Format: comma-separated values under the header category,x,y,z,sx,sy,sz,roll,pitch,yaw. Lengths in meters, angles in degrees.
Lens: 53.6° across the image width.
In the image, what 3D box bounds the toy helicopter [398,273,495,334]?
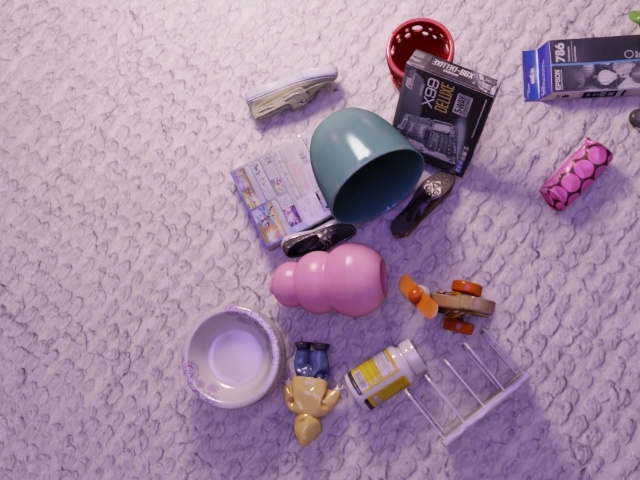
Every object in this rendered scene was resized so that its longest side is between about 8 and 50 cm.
category,x,y,z,sx,sy,sz,roll,pitch,yaw
toy helicopter,0.335,0.155,1.626,0.235,0.355,0.140,16,84,-6

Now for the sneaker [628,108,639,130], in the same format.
category,x,y,z,sx,sy,sz,roll,pitch,yaw
sneaker,0.972,-0.329,1.728,0.234,0.106,0.078,15,83,12

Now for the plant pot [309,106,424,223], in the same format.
category,x,y,z,sx,sy,sz,roll,pitch,yaw
plant pot,0.104,-0.228,1.775,0.293,0.293,0.235,-34,62,3

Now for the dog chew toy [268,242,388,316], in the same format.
category,x,y,z,sx,sy,sz,roll,pitch,yaw
dog chew toy,0.015,0.116,1.772,0.331,0.206,0.207,-5,80,16

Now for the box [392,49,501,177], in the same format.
category,x,y,z,sx,sy,sz,roll,pitch,yaw
box,0.330,-0.342,1.740,0.242,0.307,0.076,25,55,12

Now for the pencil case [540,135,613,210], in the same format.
category,x,y,z,sx,sy,sz,roll,pitch,yaw
pencil case,0.704,-0.184,1.758,0.098,0.095,0.209,43,87,-22

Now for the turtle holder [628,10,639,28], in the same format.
category,x,y,z,sx,sy,sz,roll,pitch,yaw
turtle holder,1.002,-0.593,1.692,0.227,0.243,0.320,30,52,-24

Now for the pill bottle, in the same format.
category,x,y,z,sx,sy,sz,roll,pitch,yaw
pill bottle,0.181,0.366,1.738,0.208,0.119,0.119,-33,77,3

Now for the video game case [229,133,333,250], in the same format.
category,x,y,z,sx,sy,sz,roll,pitch,yaw
video game case,-0.106,-0.142,1.899,0.244,0.061,0.269,-27,78,3

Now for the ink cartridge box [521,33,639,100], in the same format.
category,x,y,z,sx,sy,sz,roll,pitch,yaw
ink cartridge box,0.753,-0.493,1.815,0.332,0.065,0.165,-3,81,10

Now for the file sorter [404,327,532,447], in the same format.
category,x,y,z,sx,sy,sz,roll,pitch,yaw
file sorter,0.383,0.379,1.668,0.277,0.193,0.173,-39,74,1

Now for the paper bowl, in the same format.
category,x,y,z,sx,sy,sz,roll,pitch,yaw
paper bowl,-0.236,0.329,1.799,0.284,0.148,0.284,-1,81,8

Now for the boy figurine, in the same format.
category,x,y,z,sx,sy,sz,roll,pitch,yaw
boy figurine,-0.021,0.428,1.776,0.177,0.092,0.285,0,81,9

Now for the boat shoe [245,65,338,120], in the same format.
category,x,y,z,sx,sy,sz,roll,pitch,yaw
boat shoe,-0.082,-0.450,1.937,0.302,0.109,0.094,-16,94,16

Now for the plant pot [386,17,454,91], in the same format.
category,x,y,z,sx,sy,sz,roll,pitch,yaw
plant pot,0.290,-0.518,1.838,0.191,0.174,0.191,-2,80,10

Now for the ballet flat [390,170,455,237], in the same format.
category,x,y,z,sx,sy,sz,roll,pitch,yaw
ballet flat,0.297,-0.100,1.834,0.250,0.058,0.084,-48,55,-7

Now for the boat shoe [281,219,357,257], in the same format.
category,x,y,z,sx,sy,sz,roll,pitch,yaw
boat shoe,0.000,0.000,1.826,0.228,0.076,0.080,-12,122,-4
